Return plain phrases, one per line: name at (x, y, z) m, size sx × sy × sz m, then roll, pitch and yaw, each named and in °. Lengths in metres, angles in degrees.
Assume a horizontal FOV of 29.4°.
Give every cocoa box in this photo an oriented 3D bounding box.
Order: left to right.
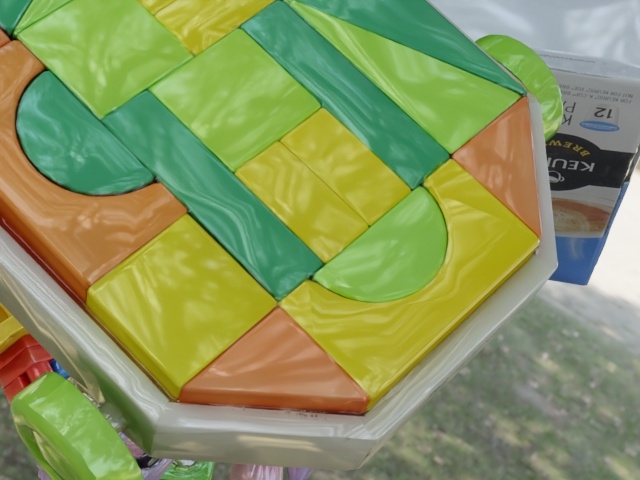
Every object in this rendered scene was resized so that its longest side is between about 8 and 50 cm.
cocoa box at (0.096, -0.183, 0.784) m, size 0.231 × 0.228 × 0.347 m, roll 9°, pitch 60°, yaw 5°

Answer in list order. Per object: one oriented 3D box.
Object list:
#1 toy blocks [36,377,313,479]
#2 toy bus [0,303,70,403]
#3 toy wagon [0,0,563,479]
toy blocks at (-0.165, 0.283, 1.400) m, size 0.288 × 0.260 × 0.309 m, roll 12°, pitch 0°, yaw -27°
toy bus at (-0.342, 0.080, 1.254) m, size 0.220 × 0.149 × 0.211 m, roll -2°, pitch 62°, yaw -55°
toy wagon at (-0.070, -0.065, 0.505) m, size 0.344 × 0.068 × 0.267 m, roll 45°, pitch 62°, yaw 11°
